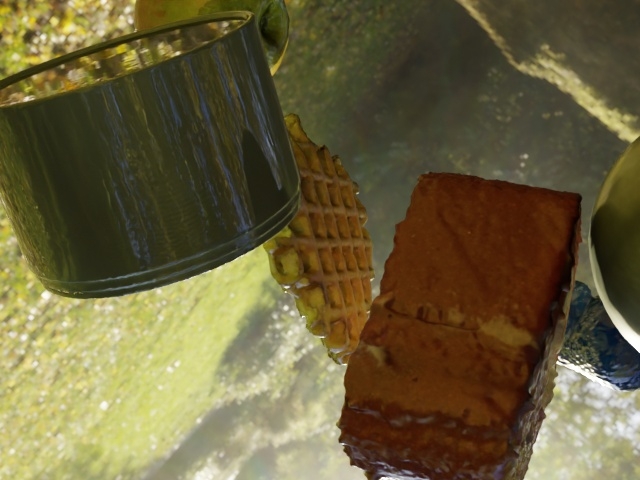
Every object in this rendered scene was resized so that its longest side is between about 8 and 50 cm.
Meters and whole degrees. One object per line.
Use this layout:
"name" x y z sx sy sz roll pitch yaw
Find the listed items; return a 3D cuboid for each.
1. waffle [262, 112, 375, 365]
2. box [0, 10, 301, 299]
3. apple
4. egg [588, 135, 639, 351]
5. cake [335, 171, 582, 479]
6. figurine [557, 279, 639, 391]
"waffle" 0.002 0.000 0.958 0.052 0.245 0.254 -15 -144 20
"box" -0.139 -0.072 0.688 0.226 0.149 0.226 -13 -158 6
"apple" -0.162 -0.343 1.406 0.226 0.246 0.246 -4 -156 34
"egg" 0.380 0.009 0.744 0.352 0.258 0.258 13 125 -36
"cake" 0.122 0.084 0.731 0.177 0.151 0.282 75 31 -59
"figurine" 0.341 0.124 1.084 0.120 0.164 0.262 -58 -172 -26
